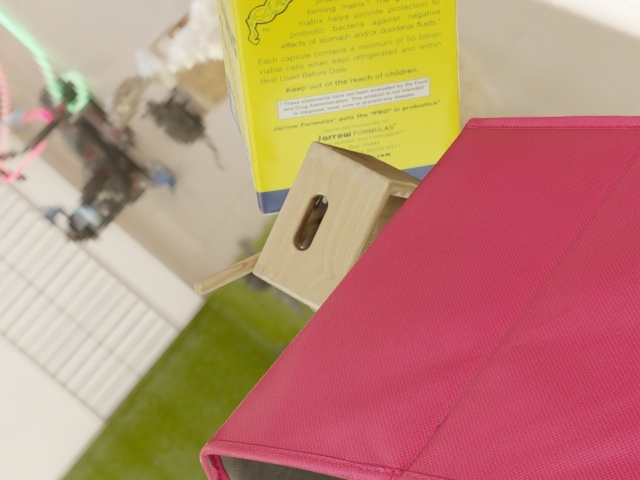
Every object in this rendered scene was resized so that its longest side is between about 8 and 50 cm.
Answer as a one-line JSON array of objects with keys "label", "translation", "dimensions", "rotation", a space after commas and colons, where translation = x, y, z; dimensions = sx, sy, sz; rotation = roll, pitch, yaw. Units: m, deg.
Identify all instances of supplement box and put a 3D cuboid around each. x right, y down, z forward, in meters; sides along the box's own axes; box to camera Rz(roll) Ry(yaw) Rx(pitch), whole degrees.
[{"label": "supplement box", "translation": [0.005, -0.233, 1.319], "dimensions": [0.194, 0.195, 0.356], "rotation": [-108, 10, -55]}]

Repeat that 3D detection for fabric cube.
[{"label": "fabric cube", "translation": [0.149, 0.111, 0.728], "dimensions": [0.259, 0.258, 0.254], "rotation": [2, 133, 44]}]

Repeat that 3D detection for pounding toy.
[{"label": "pounding toy", "translation": [0.000, 0.000, 1.130], "dimensions": [0.100, 0.141, 0.130], "rotation": [29, -171, 24]}]
